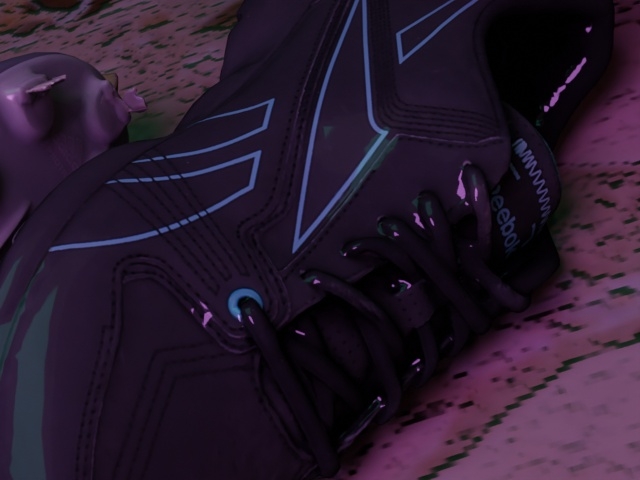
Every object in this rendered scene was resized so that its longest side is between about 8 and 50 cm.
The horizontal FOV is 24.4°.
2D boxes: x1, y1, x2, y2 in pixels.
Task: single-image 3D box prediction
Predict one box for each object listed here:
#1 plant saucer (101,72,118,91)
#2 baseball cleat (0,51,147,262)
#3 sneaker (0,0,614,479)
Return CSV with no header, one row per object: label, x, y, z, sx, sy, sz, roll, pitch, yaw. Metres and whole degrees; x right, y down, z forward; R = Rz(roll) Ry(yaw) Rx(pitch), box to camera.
plant saucer,-0.163,0.032,0.494,0.188,0.045,0.188,-10,38,19
baseball cleat,-0.126,0.023,0.385,0.109,0.072,0.206,-9,35,31
sneaker,0.000,0.000,0.394,0.106,0.101,0.267,2,44,29
